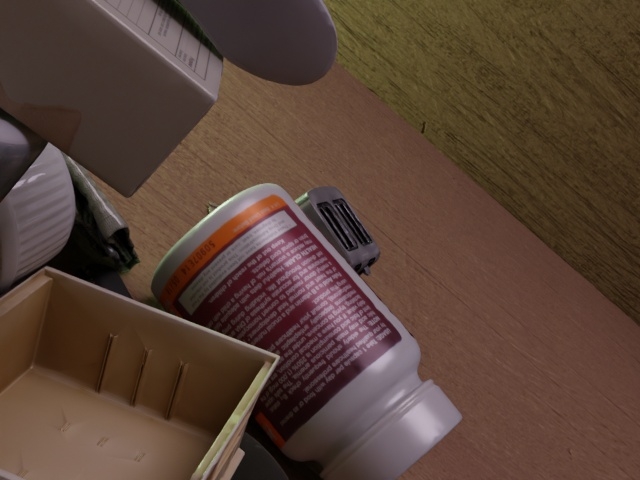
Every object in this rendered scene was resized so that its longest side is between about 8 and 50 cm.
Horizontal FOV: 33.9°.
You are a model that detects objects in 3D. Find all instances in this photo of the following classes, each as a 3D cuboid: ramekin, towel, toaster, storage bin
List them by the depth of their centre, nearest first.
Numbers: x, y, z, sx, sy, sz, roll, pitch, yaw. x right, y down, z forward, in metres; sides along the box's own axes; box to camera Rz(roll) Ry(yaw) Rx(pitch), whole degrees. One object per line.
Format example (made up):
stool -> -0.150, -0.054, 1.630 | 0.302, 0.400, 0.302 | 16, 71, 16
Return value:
storage bin -> -0.208, 0.162, 0.971 | 0.262, 0.123, 0.260 | 21, 21, 6
ramekin -> -0.345, -0.050, 1.069 | 0.207, 0.207, 0.109 | 50, 46, 11
towel -> -0.332, -0.098, 1.253 | 0.324, 0.056, 0.312 | 52, -11, 3
toaster -> 0.000, 0.000, 1.753 | 0.185, 0.110, 0.168 | 56, 20, 7

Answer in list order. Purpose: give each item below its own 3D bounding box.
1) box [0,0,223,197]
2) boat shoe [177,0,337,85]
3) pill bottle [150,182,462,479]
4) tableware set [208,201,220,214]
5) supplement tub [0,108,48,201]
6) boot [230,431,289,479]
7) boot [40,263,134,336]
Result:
box -> -0.231, -0.190, 0.827 | 0.311, 0.121, 0.148 | 38, 22, -20
boat shoe -> -0.097, -0.231, 0.866 | 0.268, 0.096, 0.088 | 31, 26, -14
pill bottle -> -0.016, 0.138, 1.353 | 0.392, 0.224, 0.224 | 49, 22, 11
tableware set -> -0.117, 0.007, 1.684 | 0.141, 0.020, 0.168 | 31, 26, -32
supplement tub -> -0.387, -0.044, 0.883 | 0.193, 0.316, 0.193 | 38, 23, -20
boot -> -0.047, 0.342, 1.149 | 0.305, 0.112, 0.115 | 52, -8, 27
boot -> -0.277, 0.074, 1.222 | 0.137, 0.077, 0.198 | 52, 9, 28
